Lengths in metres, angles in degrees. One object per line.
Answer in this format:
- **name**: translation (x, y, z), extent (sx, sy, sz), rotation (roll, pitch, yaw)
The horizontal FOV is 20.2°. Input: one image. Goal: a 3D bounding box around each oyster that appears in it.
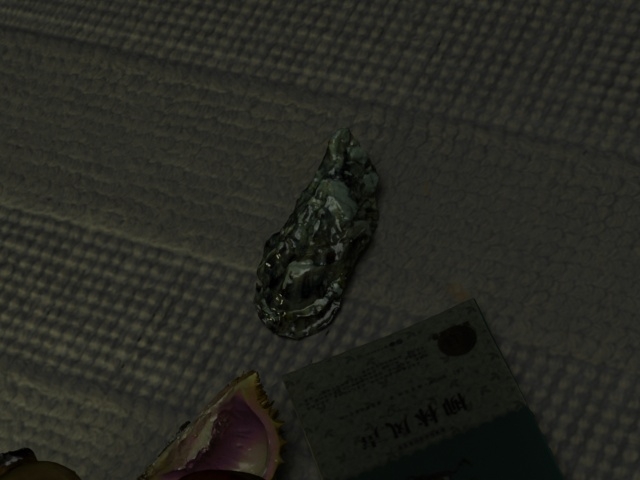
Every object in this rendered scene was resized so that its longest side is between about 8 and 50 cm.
- **oyster**: translation (0.002, 0.002, 2.345), extent (0.252, 0.087, 0.199), rotation (-43, 51, 4)

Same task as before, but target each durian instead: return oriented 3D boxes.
- **durian**: translation (-0.130, 0.245, 2.174), extent (0.165, 0.132, 0.182), rotation (7, 69, 39)

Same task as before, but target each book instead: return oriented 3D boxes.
- **book**: translation (0.126, 0.248, 2.102), extent (0.264, 0.031, 0.379), rotation (-23, 45, -2)

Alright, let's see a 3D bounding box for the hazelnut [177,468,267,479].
- **hazelnut**: translation (-0.115, 0.355, 2.042), extent (0.210, 0.210, 0.186), rotation (23, 95, 33)

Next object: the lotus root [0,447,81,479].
- **lotus root**: translation (-0.340, 0.373, 2.156), extent (0.160, 0.146, 0.284), rotation (-14, 56, -14)
